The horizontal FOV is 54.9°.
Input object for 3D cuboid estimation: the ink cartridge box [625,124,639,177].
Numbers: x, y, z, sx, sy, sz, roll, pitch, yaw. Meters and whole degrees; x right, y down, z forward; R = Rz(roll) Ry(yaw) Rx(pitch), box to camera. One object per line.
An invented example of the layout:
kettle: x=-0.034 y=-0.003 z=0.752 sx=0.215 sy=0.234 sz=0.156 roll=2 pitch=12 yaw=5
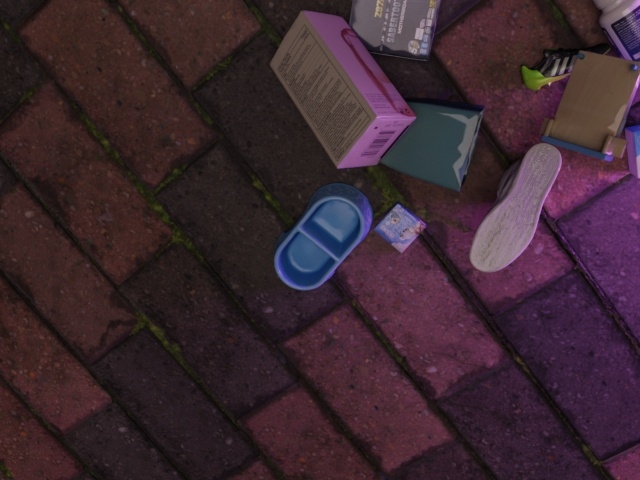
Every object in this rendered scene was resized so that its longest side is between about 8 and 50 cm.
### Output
ink cartridge box: x=0.752 y=-0.204 z=1.303 sx=0.180 sy=0.060 sz=0.104 roll=-11 pitch=105 yaw=13

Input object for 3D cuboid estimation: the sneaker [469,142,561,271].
sneaker: x=0.416 y=-0.063 z=1.341 sx=0.108 sy=0.169 sz=0.293 roll=31 pitch=94 yaw=6

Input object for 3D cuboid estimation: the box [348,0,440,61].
box: x=0.161 y=-0.508 z=1.297 sx=0.183 sy=0.059 sz=0.233 roll=12 pitch=110 yaw=6

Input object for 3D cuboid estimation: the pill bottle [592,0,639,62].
pill bottle: x=0.619 y=-0.433 z=1.230 sx=0.094 sy=0.094 sz=0.169 roll=-35 pitch=100 yaw=18

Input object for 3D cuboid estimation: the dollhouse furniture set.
dollhouse furniture set: x=0.634 y=-0.294 z=1.219 sx=0.303 sy=0.198 sz=0.287 roll=26 pitch=109 yaw=38

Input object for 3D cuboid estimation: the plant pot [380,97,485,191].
plant pot: x=0.214 y=-0.225 z=1.335 sx=0.234 sy=0.165 sz=0.166 roll=15 pitch=110 yaw=14

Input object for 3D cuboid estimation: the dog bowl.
dog bowl: x=0.000 y=0.000 z=1.486 sx=0.166 sy=0.074 sz=0.297 roll=39 pitch=110 yaw=-5

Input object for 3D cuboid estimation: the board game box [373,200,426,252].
board game box: x=0.190 y=-0.031 z=1.473 sx=0.090 sy=0.020 sz=0.090 roll=39 pitch=111 yaw=-5

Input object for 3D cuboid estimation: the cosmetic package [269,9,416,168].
cosmetic package: x=0.040 y=-0.308 z=1.261 sx=0.153 sy=0.129 sz=0.296 roll=-48 pitch=64 yaw=41

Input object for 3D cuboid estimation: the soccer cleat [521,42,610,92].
soccer cleat: x=0.509 y=-0.376 z=1.287 sx=0.178 sy=0.060 sz=0.072 roll=-23 pitch=102 yaw=19
